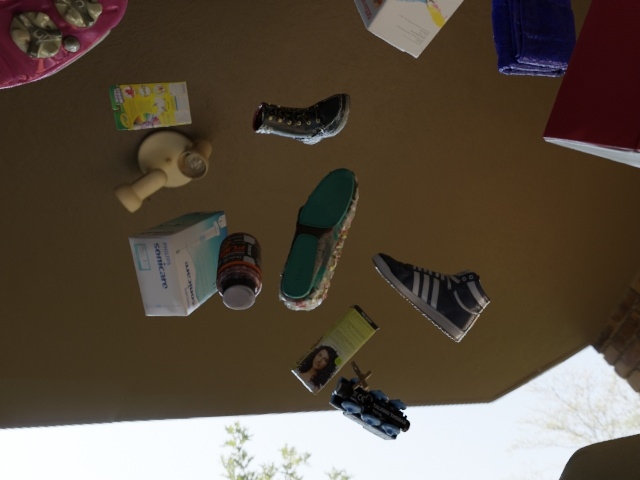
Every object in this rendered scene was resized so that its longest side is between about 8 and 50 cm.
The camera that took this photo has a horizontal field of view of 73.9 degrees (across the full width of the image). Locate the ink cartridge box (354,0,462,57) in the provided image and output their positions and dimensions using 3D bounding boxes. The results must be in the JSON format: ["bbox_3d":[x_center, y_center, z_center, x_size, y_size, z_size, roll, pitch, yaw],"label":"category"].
[{"bbox_3d":[0.220,-0.601,1.002,0.168,0.171,0.232,13,-42,-30],"label":"ink cartridge box"}]

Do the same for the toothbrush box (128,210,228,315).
[{"bbox_3d":[-0.368,0.052,1.182,0.126,0.295,0.216,-2,-74,13],"label":"toothbrush box"}]

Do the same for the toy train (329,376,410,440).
[{"bbox_3d":[0.103,0.365,0.922,0.184,0.080,0.105,30,-35,-5],"label":"toy train"}]

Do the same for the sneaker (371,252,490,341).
[{"bbox_3d":[0.268,0.092,1.013,0.282,0.099,0.153,42,-82,6],"label":"sneaker"}]

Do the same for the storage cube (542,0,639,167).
[{"bbox_3d":[0.336,-0.141,0.319,0.215,0.183,0.193,9,-74,-21],"label":"storage cube"}]

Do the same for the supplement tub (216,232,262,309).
[{"bbox_3d":[-0.188,0.071,0.992,0.106,0.197,0.106,-5,-58,-7],"label":"supplement tub"}]

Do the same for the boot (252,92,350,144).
[{"bbox_3d":[-0.052,-0.308,1.059,0.179,0.236,0.085,3,-99,-30],"label":"boot"}]

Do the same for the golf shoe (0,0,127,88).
[{"bbox_3d":[-0.273,-0.123,0.245,0.306,0.140,0.115,-30,-61,-24],"label":"golf shoe"}]

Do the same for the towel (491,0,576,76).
[{"bbox_3d":[0.525,-0.561,1.030,0.228,0.076,0.307,-4,-91,-14],"label":"towel"}]

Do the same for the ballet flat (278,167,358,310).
[{"bbox_3d":[0.000,0.000,0.664,0.091,0.240,0.077,15,-22,23],"label":"ballet flat"}]

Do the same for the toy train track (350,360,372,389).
[{"bbox_3d":[0.079,0.268,0.842,0.048,0.083,0.014,-43,-66,2],"label":"toy train track"}]

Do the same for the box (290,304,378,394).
[{"bbox_3d":[0.036,0.272,1.078,0.087,0.058,0.232,46,-106,-1],"label":"box"}]

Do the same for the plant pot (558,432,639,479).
[{"bbox_3d":[0.265,0.248,0.285,0.284,0.191,0.283,-9,-77,-43],"label":"plant pot"}]

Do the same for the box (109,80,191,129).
[{"bbox_3d":[-0.411,-0.327,1.030,0.179,0.043,0.105,-19,-61,-36],"label":"box"}]
